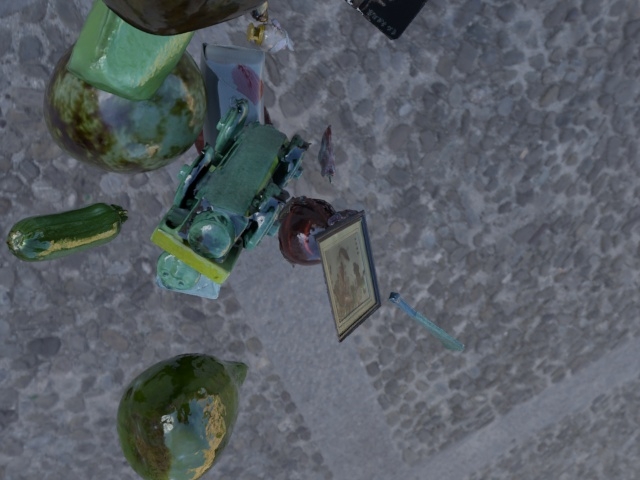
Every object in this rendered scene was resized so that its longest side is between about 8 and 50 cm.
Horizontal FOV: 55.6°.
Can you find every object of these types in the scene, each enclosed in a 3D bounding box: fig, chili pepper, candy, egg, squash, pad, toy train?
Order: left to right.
[{"bbox_3d":[-0.381,-0.014,0.926,0.219,0.068,0.077,-29,151,-60],"label":"squash"},{"bbox_3d":[-0.328,-0.228,1.005,0.289,0.238,0.238,-6,134,26],"label":"egg"},{"bbox_3d":[-0.218,-0.354,0.806,0.343,0.142,0.132,-65,161,-2],"label":"candy"},{"bbox_3d":[-0.193,0.229,0.844,0.167,0.233,0.167,0,109,-1],"label":"fig"},{"bbox_3d":[-0.143,-0.052,0.885,0.150,0.369,0.237,34,118,-10],"label":"toy train"},{"bbox_3d":[0.016,-0.210,1.484,0.041,0.050,0.153,5,76,-41],"label":"chili pepper"},{"bbox_3d":[0.097,-0.409,0.966,0.112,0.157,0.003,-50,172,20],"label":"pad"}]

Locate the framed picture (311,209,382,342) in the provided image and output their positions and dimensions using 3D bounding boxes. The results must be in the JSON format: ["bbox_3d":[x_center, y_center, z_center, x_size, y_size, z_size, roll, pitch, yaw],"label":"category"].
[{"bbox_3d":[0.054,0.059,1.090,0.199,0.010,0.195,-29,111,-57],"label":"framed picture"}]

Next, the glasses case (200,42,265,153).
[{"bbox_3d":[-0.160,-0.222,1.162,0.128,0.083,0.308,-4,102,-10],"label":"glasses case"}]

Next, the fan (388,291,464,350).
[{"bbox_3d":[0.168,0.130,0.957,0.193,0.038,0.016,39,63,-36],"label":"fan"}]

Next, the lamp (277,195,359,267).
[{"bbox_3d":[-0.010,0.004,1.403,0.151,0.223,0.215,-27,120,-32],"label":"lamp"}]

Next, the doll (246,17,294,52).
[{"bbox_3d":[-0.119,-0.523,1.541,0.127,0.073,0.084,7,129,-24],"label":"doll"}]

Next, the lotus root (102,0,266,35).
[{"bbox_3d":[-0.099,-0.284,0.562,0.149,0.267,0.260,43,138,-16],"label":"lotus root"}]

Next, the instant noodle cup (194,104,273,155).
[{"bbox_3d":[-0.211,-0.294,1.585,0.091,0.274,0.274,-30,139,-52],"label":"instant noodle cup"}]

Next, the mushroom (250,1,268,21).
[{"bbox_3d":[-0.239,-0.653,1.380,0.208,0.302,0.233,-3,83,2],"label":"mushroom"}]

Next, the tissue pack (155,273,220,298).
[{"bbox_3d":[-0.374,0.078,1.771,0.177,0.263,0.089,14,101,-11],"label":"tissue pack"}]
